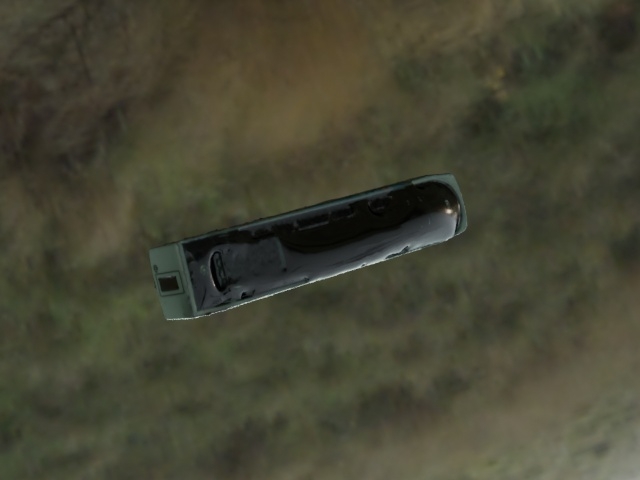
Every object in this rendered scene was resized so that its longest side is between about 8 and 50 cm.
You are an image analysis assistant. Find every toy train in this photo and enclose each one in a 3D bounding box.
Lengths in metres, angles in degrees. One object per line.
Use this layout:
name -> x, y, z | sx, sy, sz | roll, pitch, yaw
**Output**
toy train -> 0.000, 0.000, 0.900 | 0.207, 0.043, 0.047 | -16, -176, -36
